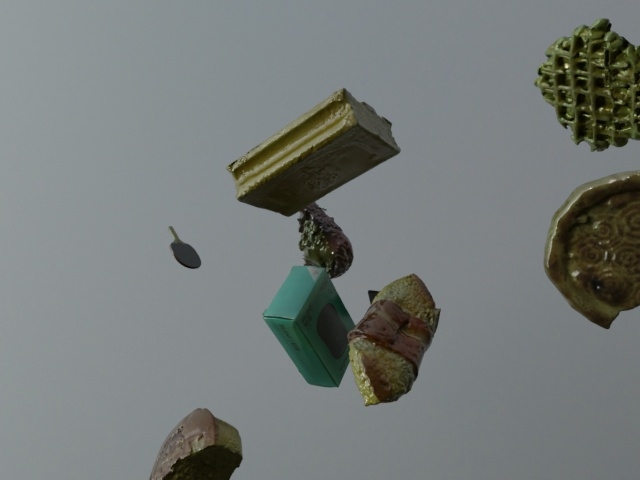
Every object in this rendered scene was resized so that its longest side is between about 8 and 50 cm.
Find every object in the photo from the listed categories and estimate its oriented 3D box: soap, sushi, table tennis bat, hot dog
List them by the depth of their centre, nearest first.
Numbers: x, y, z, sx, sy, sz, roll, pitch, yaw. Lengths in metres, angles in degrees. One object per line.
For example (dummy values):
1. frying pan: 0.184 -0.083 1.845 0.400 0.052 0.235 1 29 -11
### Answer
1. hot dog: 0.110 0.164 0.795 0.123 0.261 0.093 40 -45 6
2. soap: -0.015 -0.165 1.027 0.315 0.091 0.199 -28 -25 27
3. table tennis bat: -0.382 0.019 1.373 0.013 0.156 0.087 -49 -29 23
4. sushi: 0.016 0.005 1.492 0.107 0.161 0.241 -25 -62 -49

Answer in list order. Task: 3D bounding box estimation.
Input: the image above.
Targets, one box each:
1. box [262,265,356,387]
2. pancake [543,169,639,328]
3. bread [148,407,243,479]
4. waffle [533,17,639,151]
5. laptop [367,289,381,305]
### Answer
1. box: -0.013 0.250 1.436 0.118 0.205 0.311 -5 -52 33
2. pancake: 0.415 0.013 0.655 0.235 0.029 0.211 -21 -96 36
3. bread: -0.184 0.313 0.698 0.086 0.125 0.156 37 -98 -26
4. waffle: 0.657 -0.352 1.182 0.073 0.297 0.317 -38 -94 -14
5. laptop: 0.252 0.195 1.585 0.197 0.016 0.135 4 -30 14
